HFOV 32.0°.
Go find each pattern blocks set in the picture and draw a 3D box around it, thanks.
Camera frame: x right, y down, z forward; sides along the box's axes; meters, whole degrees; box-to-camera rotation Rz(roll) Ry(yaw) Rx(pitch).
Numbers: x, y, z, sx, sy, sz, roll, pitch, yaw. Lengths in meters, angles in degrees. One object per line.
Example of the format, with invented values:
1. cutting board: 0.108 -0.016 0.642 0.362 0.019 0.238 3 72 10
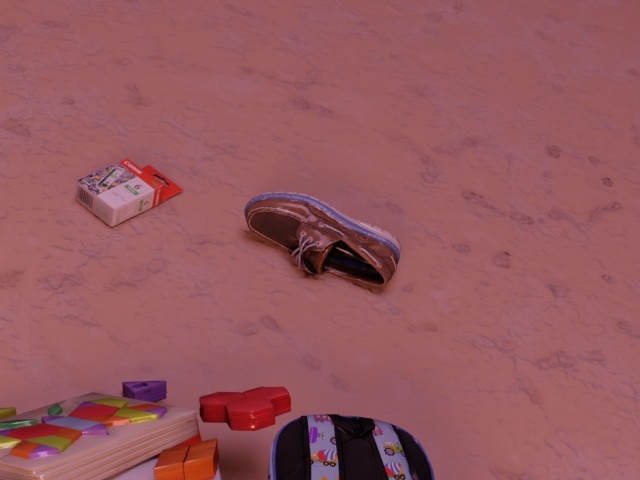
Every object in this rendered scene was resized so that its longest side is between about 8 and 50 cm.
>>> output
1. pattern blocks set: -0.198 0.157 0.888 0.285 0.026 0.325 -1 8 23

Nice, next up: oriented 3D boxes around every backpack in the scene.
1. backpack: 0.022 0.233 0.923 0.158 0.117 0.173 5 40 -14

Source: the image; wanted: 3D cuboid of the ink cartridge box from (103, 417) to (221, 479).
1. ink cartridge box: -0.177 0.185 0.879 0.189 0.066 0.232 -5 27 -11

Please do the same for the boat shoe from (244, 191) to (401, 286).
1. boat shoe: 0.000 0.000 1.241 0.183 0.066 0.066 16 39 0

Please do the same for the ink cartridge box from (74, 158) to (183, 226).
1. ink cartridge box: -0.214 -0.062 1.267 0.063 0.029 0.115 36 42 23
